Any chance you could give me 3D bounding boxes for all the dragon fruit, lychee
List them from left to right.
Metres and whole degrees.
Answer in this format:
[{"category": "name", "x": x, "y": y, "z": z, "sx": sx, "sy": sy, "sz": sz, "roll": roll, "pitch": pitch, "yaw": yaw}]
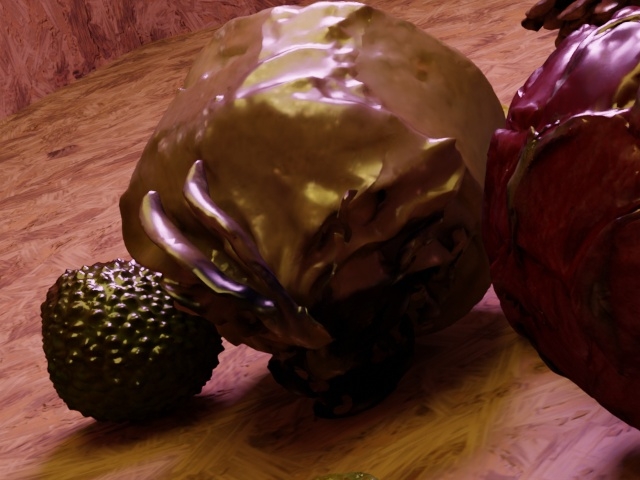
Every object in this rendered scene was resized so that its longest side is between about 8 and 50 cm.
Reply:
[{"category": "lychee", "x": -0.173, "y": 0.095, "z": 1.573, "sx": 0.171, "sy": 0.171, "sz": 0.171, "roll": -17, "pitch": 15, "yaw": 5}, {"category": "dragon fruit", "x": 0.263, "y": -0.014, "z": 1.134, "sx": 0.329, "sy": 0.329, "sz": 0.329, "roll": -17, "pitch": 15, "yaw": 5}]

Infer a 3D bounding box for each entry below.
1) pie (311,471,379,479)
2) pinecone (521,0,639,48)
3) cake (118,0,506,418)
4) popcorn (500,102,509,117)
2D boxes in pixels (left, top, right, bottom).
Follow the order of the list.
[{"category": "pie", "x": 0.006, "y": 0.192, "z": 1.249, "sx": 0.084, "sy": 0.021, "sz": 0.084, "roll": -21, "pitch": 14, "yaw": 6}, {"category": "pinecone", "x": 0.428, "y": -0.436, "z": 2.303, "sx": 0.384, "sy": 0.384, "sz": 0.384, "roll": -17, "pitch": 15, "yaw": 5}, {"category": "cake", "x": -0.005, "y": 0.004, "z": 1.462, "sx": 0.332, "sy": 0.332, "sz": 0.321, "roll": -11, "pitch": 42, "yaw": 28}, {"category": "popcorn", "x": 0.192, "y": -0.095, "z": 1.882, "sx": 0.116, "sy": 0.106, "sz": 0.121, "roll": -45, "pitch": 22, "yaw": 35}]
